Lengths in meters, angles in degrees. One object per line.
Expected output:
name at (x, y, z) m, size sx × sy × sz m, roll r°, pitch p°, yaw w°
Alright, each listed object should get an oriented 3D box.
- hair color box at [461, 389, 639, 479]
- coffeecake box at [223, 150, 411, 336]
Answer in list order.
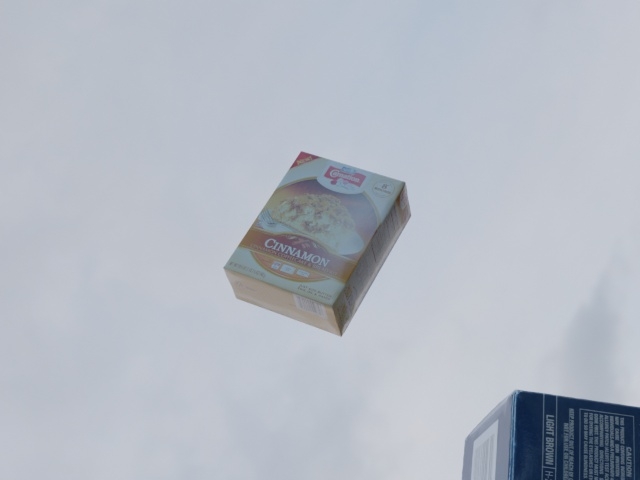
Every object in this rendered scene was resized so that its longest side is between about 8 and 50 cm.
hair color box at (0.311, 0.222, 0.944) m, size 0.174 × 0.347 × 0.105 m, roll 108°, pitch 171°, yaw -66°
coffeecake box at (0.000, 0.000, 1.249) m, size 0.185 × 0.142 × 0.068 m, roll -58°, pitch -27°, yaw -28°
